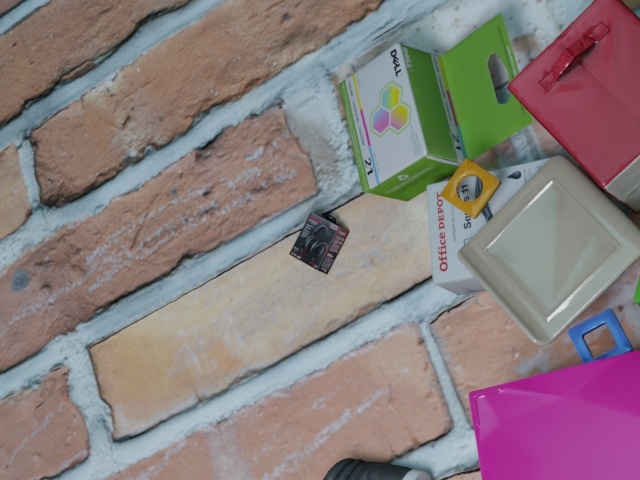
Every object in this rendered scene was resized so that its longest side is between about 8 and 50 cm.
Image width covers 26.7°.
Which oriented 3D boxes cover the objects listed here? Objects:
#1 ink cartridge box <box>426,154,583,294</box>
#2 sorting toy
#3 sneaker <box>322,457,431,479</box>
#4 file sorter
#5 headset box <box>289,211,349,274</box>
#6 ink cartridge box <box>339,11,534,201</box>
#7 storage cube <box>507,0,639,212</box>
[{"bbox_3d":[0.258,-0.018,1.858,0.208,0.087,0.153,-13,70,27],"label":"ink cartridge box"},{"bbox_3d":[0.302,0.013,1.747,0.196,0.047,0.347,-44,62,9],"label":"sorting toy"},{"bbox_3d":[0.037,0.436,1.858,0.147,0.104,0.295,16,79,35],"label":"sneaker"},{"bbox_3d":[0.364,0.266,1.655,0.291,0.182,0.202,-18,67,25],"label":"file sorter"},{"bbox_3d":[0.000,0.000,2.043,0.062,0.032,0.083,30,94,34],"label":"headset box"},{"bbox_3d":[0.160,-0.197,1.923,0.255,0.097,0.188,-32,61,41],"label":"ink cartridge box"},{"bbox_3d":[0.394,-0.177,1.754,0.183,0.215,0.193,-45,65,12],"label":"storage cube"}]
